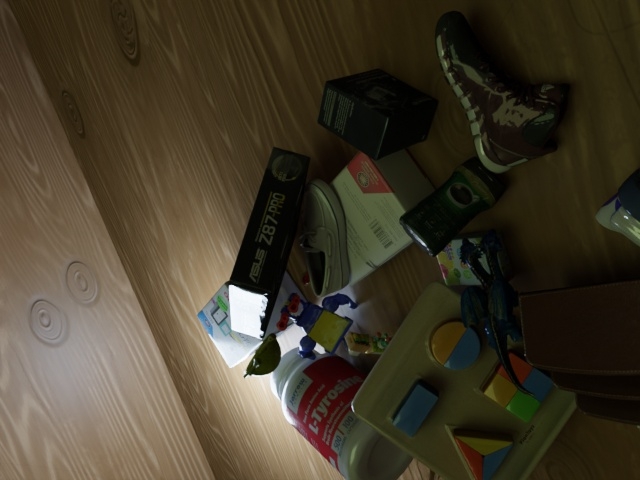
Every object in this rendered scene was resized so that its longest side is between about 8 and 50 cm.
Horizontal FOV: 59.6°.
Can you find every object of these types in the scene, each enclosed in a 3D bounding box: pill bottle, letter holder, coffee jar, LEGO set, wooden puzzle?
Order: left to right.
[{"bbox_3d":[0.046,0.439,1.461,0.408,0.229,0.228,26,130,50],"label":"pill bottle"},{"bbox_3d":[0.196,0.274,1.291,0.287,0.132,0.107,46,139,-15],"label":"LEGO set"},{"bbox_3d":[0.240,-0.062,1.011,0.096,0.184,0.079,49,180,15],"label":"coffee jar"},{"bbox_3d":[0.273,0.297,1.068,0.348,0.080,0.322,33,94,16],"label":"wooden puzzle"},{"bbox_3d":[0.474,0.171,0.826,0.302,0.152,0.214,-18,68,53],"label":"letter holder"}]

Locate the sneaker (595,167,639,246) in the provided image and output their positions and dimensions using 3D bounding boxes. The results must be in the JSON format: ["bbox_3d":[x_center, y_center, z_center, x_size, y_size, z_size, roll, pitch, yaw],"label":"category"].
[{"bbox_3d":[0.459,-0.107,0.759,0.236,0.130,0.322,-33,92,46],"label":"sneaker"}]

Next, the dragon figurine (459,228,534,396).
[{"bbox_3d":[0.300,0.120,0.974,0.085,0.289,0.144,-20,137,35],"label":"dragon figurine"}]

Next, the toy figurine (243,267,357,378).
[{"bbox_3d":[-0.011,0.241,1.408,0.217,0.362,0.191,32,175,-3],"label":"toy figurine"}]

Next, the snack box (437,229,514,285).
[{"bbox_3d":[0.300,0.037,1.106,0.141,0.037,0.100,-7,108,49],"label":"snack box"}]

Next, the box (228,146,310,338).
[{"bbox_3d":[-0.117,0.025,1.277,0.097,0.318,0.395,17,157,0],"label":"box"}]

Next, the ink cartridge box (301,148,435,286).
[{"bbox_3d":[0.108,-0.055,1.206,0.207,0.117,0.283,56,142,8],"label":"ink cartridge box"}]

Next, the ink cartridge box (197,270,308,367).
[{"bbox_3d":[-0.199,0.213,1.651,0.198,0.197,0.270,55,141,8],"label":"ink cartridge box"}]

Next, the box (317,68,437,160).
[{"bbox_3d":[0.107,-0.244,1.063,0.158,0.156,0.093,38,135,27],"label":"box"}]

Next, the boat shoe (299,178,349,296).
[{"bbox_3d":[0.000,0.000,1.194,0.095,0.084,0.257,5,114,49],"label":"boat shoe"}]

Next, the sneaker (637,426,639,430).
[{"bbox_3d":[0.538,0.271,0.909,0.263,0.121,0.099,26,130,38],"label":"sneaker"}]

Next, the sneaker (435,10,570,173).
[{"bbox_3d":[0.305,-0.254,0.892,0.163,0.106,0.281,-11,114,46],"label":"sneaker"}]
